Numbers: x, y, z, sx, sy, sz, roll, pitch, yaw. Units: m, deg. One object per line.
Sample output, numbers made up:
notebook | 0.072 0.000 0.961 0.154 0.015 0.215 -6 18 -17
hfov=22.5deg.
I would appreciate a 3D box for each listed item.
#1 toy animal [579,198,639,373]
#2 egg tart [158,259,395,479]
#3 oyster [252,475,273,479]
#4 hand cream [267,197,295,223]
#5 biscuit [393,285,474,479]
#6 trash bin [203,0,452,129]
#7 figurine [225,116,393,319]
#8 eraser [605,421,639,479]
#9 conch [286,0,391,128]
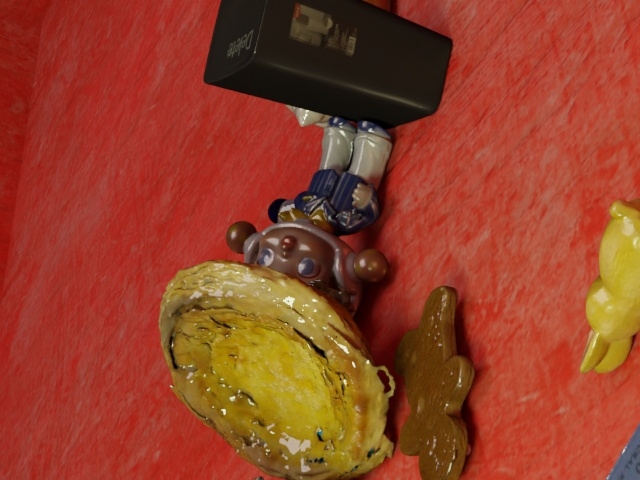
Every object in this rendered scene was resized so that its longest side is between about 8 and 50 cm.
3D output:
toy animal | 0.236 0.040 1.260 0.070 0.083 0.159 -88 16 -51
egg tart | -0.032 0.124 1.662 0.107 0.291 0.291 -48 -1 -44
oyster | -0.077 0.382 1.715 0.198 0.112 0.268 -161 85 -69
hand cream | -0.017 -0.025 1.977 0.163 0.039 0.062 21 91 63
biscuit | 0.112 0.151 1.529 0.205 0.031 0.138 -96 27 -47
trash bin | 0.008 -0.204 1.782 0.165 0.225 0.115 -13 62 65
figurine | -0.008 -0.005 1.811 0.193 0.133 0.274 -9 60 19
eraser | 0.243 0.192 1.178 0.225 0.036 0.082 -64 21 22
conch | 0.005 -0.252 1.962 0.158 0.127 0.255 -40 38 55
